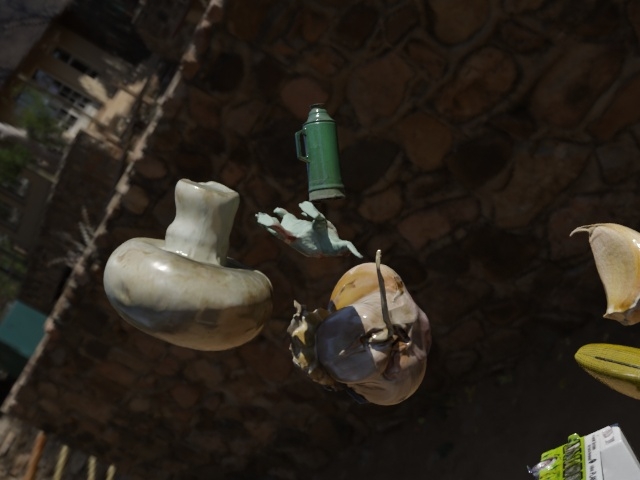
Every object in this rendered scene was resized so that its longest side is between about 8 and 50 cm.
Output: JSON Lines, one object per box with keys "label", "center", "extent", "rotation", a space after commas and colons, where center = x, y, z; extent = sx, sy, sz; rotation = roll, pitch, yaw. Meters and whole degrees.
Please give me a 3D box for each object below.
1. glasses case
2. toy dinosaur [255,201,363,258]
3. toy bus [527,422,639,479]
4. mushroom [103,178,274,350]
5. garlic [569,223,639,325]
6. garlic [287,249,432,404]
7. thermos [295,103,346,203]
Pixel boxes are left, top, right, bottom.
{"label": "glasses case", "center": [0.442, 0.185, 1.179], "extent": [0.064, 0.079, 0.234], "rotation": [-63, 13, -6]}
{"label": "toy dinosaur", "center": [0.000, 0.000, 1.123], "extent": [0.242, 0.167, 0.053], "rotation": [20, 77, 46]}
{"label": "toy bus", "center": [0.357, 0.342, 1.114], "extent": [0.139, 0.113, 0.301], "rotation": [-31, -5, 16]}
{"label": "mushroom", "center": [-0.167, 0.031, 1.165], "extent": [0.243, 0.243, 0.243], "rotation": [-56, 11, 17]}
{"label": "garlic", "center": [0.668, 0.060, 1.864], "extent": [0.164, 0.145, 0.245], "rotation": [-20, 62, 10]}
{"label": "garlic", "center": [0.044, 0.117, 1.195], "extent": [0.207, 0.207, 0.257], "rotation": [-65, -29, -26]}
{"label": "thermos", "center": [-0.001, -0.169, 1.645], "extent": [0.073, 0.083, 0.188], "rotation": [37, -133, -84]}
